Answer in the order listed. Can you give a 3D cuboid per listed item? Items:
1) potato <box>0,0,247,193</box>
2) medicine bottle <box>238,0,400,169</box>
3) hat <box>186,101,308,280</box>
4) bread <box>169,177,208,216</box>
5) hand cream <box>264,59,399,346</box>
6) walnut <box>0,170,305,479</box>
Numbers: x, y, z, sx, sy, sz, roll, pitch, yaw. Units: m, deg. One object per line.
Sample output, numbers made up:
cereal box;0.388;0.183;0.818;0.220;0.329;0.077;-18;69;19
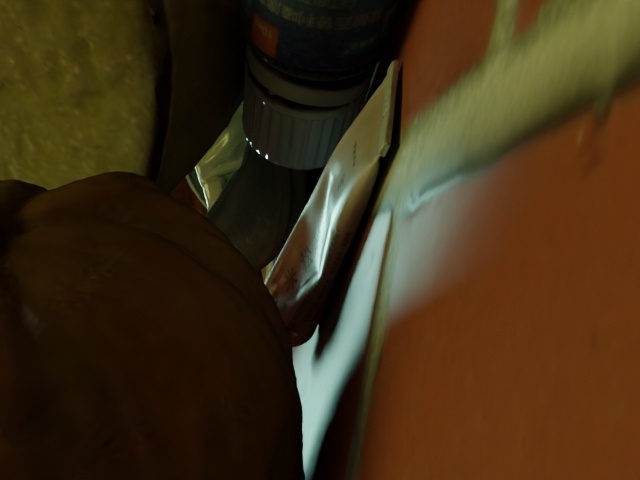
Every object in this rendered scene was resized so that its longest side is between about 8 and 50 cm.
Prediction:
potato;-0.210;-0.210;0.853;0.319;0.442;0.385;-49;-46;-52
medicine bottle;0.000;-0.124;0.684;0.203;0.084;0.083;101;176;-54
hat;-0.052;-0.016;0.992;0.226;0.164;0.219;48;-150;-47
bread;-0.225;0.009;1.485;0.207;0.279;0.279;136;148;-76
hand cream;0.002;0.001;0.706;0.052;0.038;0.216;64;148;31
walnut;-0.160;0.134;0.667;0.306;0.306;0.343;-96;12;-68
